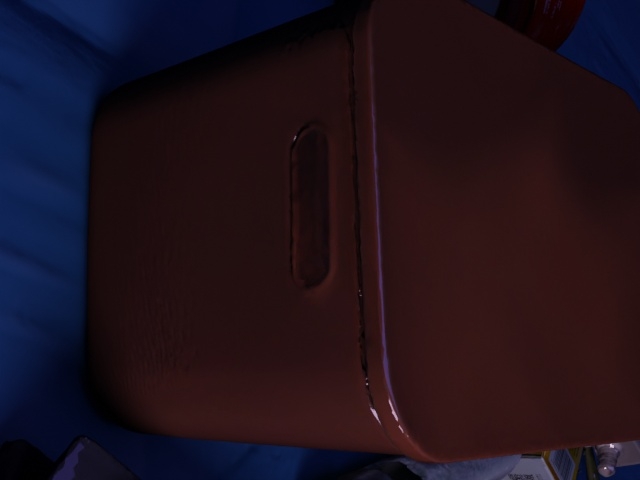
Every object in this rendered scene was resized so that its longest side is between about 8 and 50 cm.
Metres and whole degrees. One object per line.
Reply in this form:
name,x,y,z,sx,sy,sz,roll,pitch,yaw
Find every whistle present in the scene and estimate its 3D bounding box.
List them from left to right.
whistle,0.088,0.200,0.834,0.312,0.062,0.062,-3,86,-56

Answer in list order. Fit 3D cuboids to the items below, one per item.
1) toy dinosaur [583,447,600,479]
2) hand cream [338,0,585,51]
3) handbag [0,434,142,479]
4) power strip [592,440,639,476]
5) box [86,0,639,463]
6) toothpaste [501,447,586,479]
toy dinosaur,0.358,0.458,1.137,0.301,0.087,0.447,42,45,-35
hand cream,0.120,-0.222,0.845,0.125,0.193,0.193,-23,103,-53
handbag,-0.136,0.272,0.451,0.269,0.118,0.326,53,42,-35
power strip,0.376,0.150,1.244,0.098,0.058,0.338,55,39,-27
box,0.044,0.009,0.639,0.339,0.229,0.239,10,76,-51
toothpaste,0.263,0.137,1.094,0.089,0.071,0.313,57,42,-29
